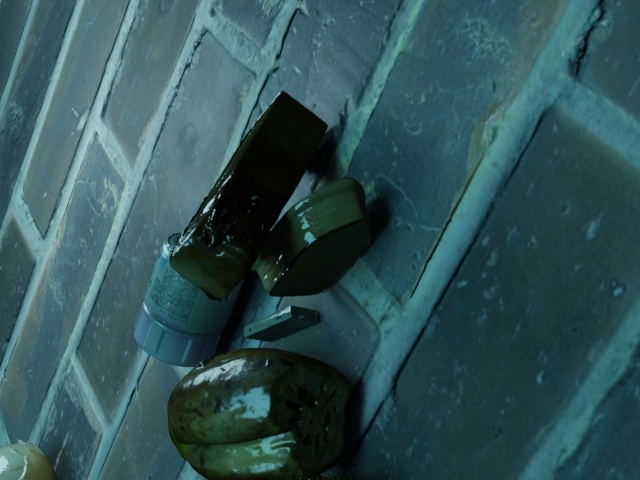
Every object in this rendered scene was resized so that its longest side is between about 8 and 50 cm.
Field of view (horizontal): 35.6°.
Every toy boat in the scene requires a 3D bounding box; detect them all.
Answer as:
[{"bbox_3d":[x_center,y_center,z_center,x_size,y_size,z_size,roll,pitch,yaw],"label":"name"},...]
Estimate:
[{"bbox_3d":[0.000,0.000,1.260,0.188,0.116,0.061,-50,52,39],"label":"toy boat"}]

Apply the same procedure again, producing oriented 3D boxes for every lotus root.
[{"bbox_3d":[-0.099,0.231,1.296,0.291,0.193,0.193,-17,70,50],"label":"lotus root"}]

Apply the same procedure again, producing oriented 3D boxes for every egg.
[{"bbox_3d":[-0.585,0.504,1.862,0.201,0.201,0.245,-24,79,48],"label":"egg"}]

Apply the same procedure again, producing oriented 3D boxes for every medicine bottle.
[{"bbox_3d":[-0.194,0.088,1.480,0.135,0.135,0.169,42,118,47],"label":"medicine bottle"}]

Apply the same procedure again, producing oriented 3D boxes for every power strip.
[{"bbox_3d":[-0.059,0.117,1.366,0.136,0.051,0.019,-27,59,48],"label":"power strip"}]

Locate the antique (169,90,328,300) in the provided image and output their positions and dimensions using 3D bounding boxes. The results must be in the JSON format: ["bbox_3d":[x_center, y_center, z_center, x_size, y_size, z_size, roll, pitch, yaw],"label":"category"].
[{"bbox_3d":[-0.087,-0.062,1.270,0.093,0.087,0.310,-44,14,41],"label":"antique"}]

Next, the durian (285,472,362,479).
[{"bbox_3d":[0.005,0.336,1.167,0.158,0.168,0.137,-30,42,26],"label":"durian"}]
